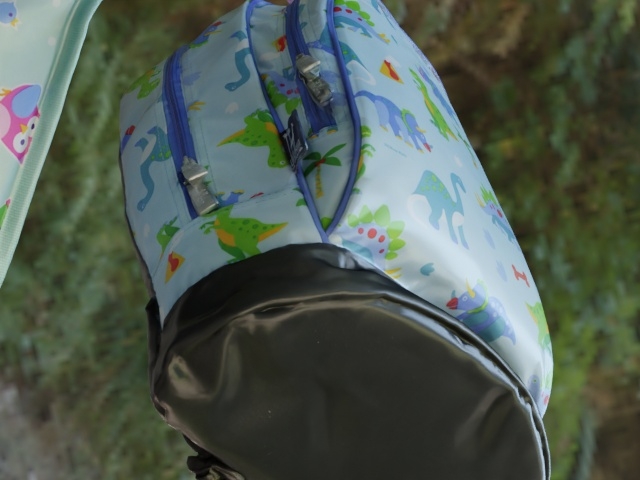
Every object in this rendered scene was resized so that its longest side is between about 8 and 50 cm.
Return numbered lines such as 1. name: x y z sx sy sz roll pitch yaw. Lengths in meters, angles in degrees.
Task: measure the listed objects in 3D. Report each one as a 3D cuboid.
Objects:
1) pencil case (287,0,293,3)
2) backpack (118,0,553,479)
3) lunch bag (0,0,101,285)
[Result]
1. pencil case: 0.049 -0.251 1.472 0.088 0.206 0.086 55 -23 -13
2. backpack: 0.000 0.000 1.194 0.290 0.273 0.355 40 7 -35
3. lunch bag: -0.262 -0.053 0.998 0.262 0.223 0.160 -69 -159 -1
